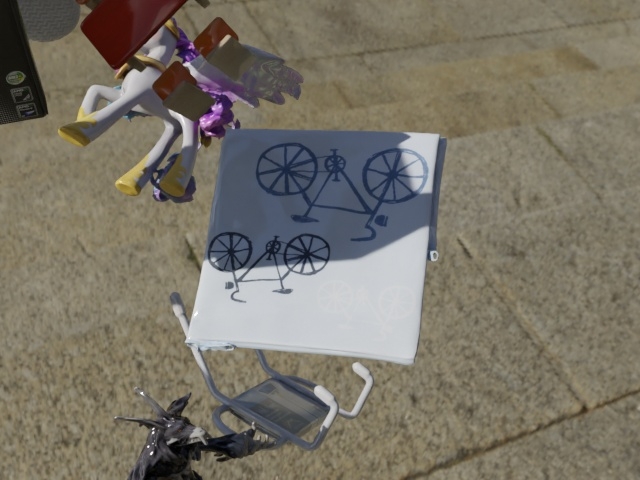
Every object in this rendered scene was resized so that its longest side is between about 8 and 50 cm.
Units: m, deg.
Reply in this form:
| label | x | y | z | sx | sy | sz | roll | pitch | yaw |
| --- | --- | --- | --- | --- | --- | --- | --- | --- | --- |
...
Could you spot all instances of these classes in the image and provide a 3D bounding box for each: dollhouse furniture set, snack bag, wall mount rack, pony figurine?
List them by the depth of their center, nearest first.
| label | x | y | z | sx | sy | sz | roll | pitch | yaw |
| --- | --- | --- | --- | --- | --- | --- | --- | --- | --- |
| dollhouse furniture set | -0.185 | -0.324 | 1.020 | 0.259 | 0.135 | 0.262 | -43 | 78 | 9 |
| snack bag | 0.000 | 0.000 | 1.129 | 0.322 | 0.037 | 0.343 | 3 | 68 | 11 |
| wall mount rack | -0.084 | 0.194 | 1.303 | 0.304 | 0.131 | 0.350 | 28 | 10 | 16 |
| pony figurine | -0.250 | -0.245 | 1.495 | 0.351 | 0.303 | 0.364 | 28 | 60 | -14 |

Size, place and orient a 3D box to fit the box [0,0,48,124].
| label | x | y | z | sx | sy | sz | roll | pitch | yaw |
| --- | --- | --- | --- | --- | --- | --- | --- | --- | --- |
| box | -0.379 | -0.174 | 0.812 | 0.190 | 0.184 | 0.045 | -12 | 65 | -14 |

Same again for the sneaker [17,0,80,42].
| label | x | y | z | sx | sy | sz | roll | pitch | yaw |
| --- | --- | --- | --- | --- | --- | --- | --- | --- | --- |
| sneaker | -0.455 | -0.470 | 1.155 | 0.137 | 0.366 | 0.210 | -21 | 40 | 10 |

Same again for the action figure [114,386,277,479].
| label | x | y | z | sx | sy | sz | roll | pitch | yaw |
| --- | --- | --- | --- | --- | --- | --- | --- | --- | --- |
| action figure | -0.124 | 0.284 | 0.992 | 0.140 | 0.276 | 0.164 | -17 | 27 | 22 |

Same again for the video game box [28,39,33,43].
| label | x | y | z | sx | sy | sz | roll | pitch | yaw |
| --- | --- | --- | --- | --- | --- | --- | --- | --- | --- |
| video game box | -0.660 | -0.405 | 1.579 | 0.187 | 0.048 | 0.205 | -39 | 66 | -15 |
